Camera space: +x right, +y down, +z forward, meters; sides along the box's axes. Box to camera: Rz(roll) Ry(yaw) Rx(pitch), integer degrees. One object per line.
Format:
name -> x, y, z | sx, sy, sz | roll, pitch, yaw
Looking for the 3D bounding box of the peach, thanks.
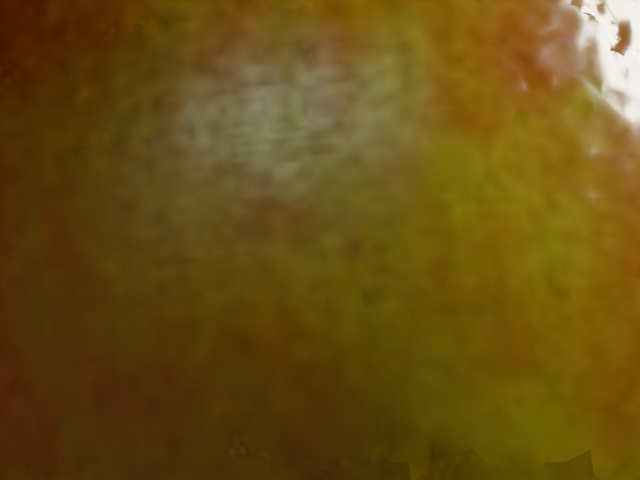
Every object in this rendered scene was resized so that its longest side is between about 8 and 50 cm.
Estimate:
peach -> 0.000, 0.000, 0.584 | 0.388, 0.388, 0.388 | 58, -7, 11
